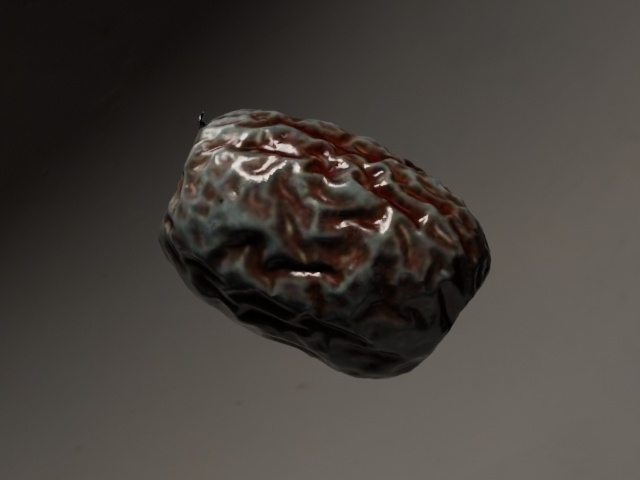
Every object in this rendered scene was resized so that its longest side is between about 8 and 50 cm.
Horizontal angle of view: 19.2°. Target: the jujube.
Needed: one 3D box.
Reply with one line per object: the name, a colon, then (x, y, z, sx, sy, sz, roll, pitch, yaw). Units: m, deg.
jujube: (0.000, 0.000, 1.825, 0.317, 0.226, 0.226, 27, 75, 0)
